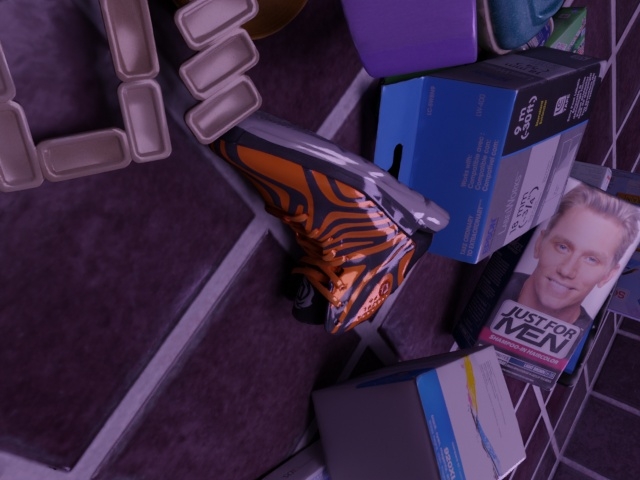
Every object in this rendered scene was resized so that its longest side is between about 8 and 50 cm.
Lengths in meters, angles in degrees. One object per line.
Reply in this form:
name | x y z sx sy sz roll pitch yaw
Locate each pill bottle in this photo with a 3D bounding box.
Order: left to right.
pill bottle | 0.289 -0.287 0.814 0.120 0.067 0.067 -52 139 -21

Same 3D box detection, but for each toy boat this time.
toy boat | 0.286 -0.409 0.687 0.318 0.148 0.268 -49 138 -24

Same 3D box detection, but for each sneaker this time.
sneaker | 0.000 0.000 0.549 0.321 0.124 0.180 23 99 -42

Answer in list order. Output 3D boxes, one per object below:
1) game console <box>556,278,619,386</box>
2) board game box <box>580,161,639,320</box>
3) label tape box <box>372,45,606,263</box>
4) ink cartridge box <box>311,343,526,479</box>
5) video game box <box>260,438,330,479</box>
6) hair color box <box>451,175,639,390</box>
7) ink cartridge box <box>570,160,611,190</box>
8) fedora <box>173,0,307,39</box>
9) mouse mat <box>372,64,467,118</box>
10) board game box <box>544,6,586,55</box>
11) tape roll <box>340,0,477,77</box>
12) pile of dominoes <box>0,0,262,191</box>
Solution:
game console | 0.486 0.136 1.166 0.250 0.173 0.293 29 83 -53
board game box | 0.704 0.010 1.256 0.066 0.318 0.318 20 92 -56
label tape box | 0.218 -0.104 0.724 0.333 0.106 0.241 -24 132 -35
ink cartridge box | 0.139 0.253 0.747 0.232 0.171 0.168 -2 75 -49
video game box | -0.043 0.382 0.732 0.205 0.048 0.187 -16 121 -47
hair color box | 0.388 0.067 0.949 0.105 0.173 0.347 -96 -152 -74
ink cartridge box | 0.448 -0.066 1.047 0.045 0.145 0.179 12 97 -52
fedora | -0.040 -0.247 0.420 0.194 0.079 0.195 -26 125 -43
mouse mat | 0.138 -0.199 0.720 0.189 0.007 0.153 24 87 -54
board game box | 0.376 -0.239 0.962 0.317 0.046 0.214 -44 135 -29
tape roll | 0.067 -0.273 0.426 0.275 0.090 0.275 -4 90 -75
pile of dominoes | -0.138 -0.171 0.351 0.195 0.040 0.251 -15 122 -23
